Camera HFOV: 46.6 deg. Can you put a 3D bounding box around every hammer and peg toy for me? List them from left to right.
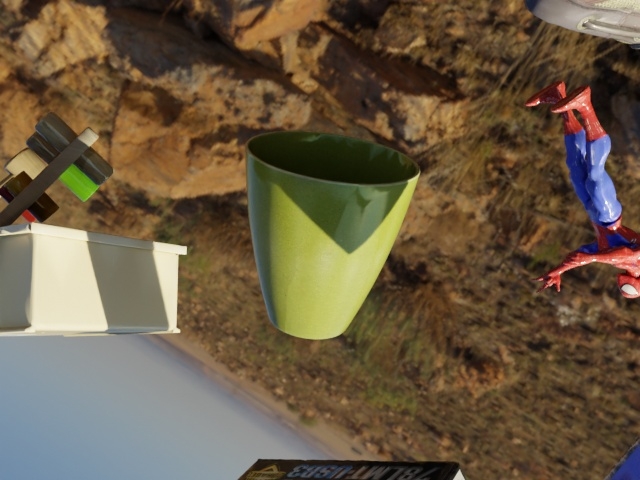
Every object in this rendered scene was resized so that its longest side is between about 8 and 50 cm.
[{"bbox_3d":[-0.475,-0.058,1.177,0.127,0.266,0.361,46,161,-18],"label":"hammer and peg toy"}]

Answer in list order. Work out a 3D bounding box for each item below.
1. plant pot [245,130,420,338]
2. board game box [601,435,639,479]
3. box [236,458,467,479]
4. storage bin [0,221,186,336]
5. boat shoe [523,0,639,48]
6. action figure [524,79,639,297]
[{"bbox_3d":[0.000,0.000,1.209,0.275,0.293,0.274,7,-157,-3],"label":"plant pot"},{"bbox_3d":[0.404,0.349,0.760,0.232,0.141,0.291,41,-176,38],"label":"board game box"},{"bbox_3d":[0.068,0.371,0.781,0.296,0.073,0.293,-15,103,43],"label":"box"},{"bbox_3d":[-0.361,0.064,0.973,0.260,0.123,0.262,-5,172,29],"label":"storage bin"},{"bbox_3d":[0.239,-0.186,0.531,0.092,0.285,0.102,-42,69,41],"label":"boat shoe"},{"bbox_3d":[0.292,-0.027,0.860,0.280,0.139,0.091,56,-179,-21],"label":"action figure"}]
